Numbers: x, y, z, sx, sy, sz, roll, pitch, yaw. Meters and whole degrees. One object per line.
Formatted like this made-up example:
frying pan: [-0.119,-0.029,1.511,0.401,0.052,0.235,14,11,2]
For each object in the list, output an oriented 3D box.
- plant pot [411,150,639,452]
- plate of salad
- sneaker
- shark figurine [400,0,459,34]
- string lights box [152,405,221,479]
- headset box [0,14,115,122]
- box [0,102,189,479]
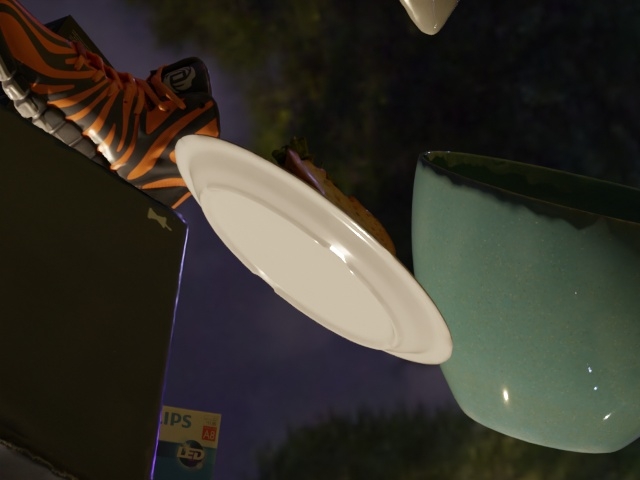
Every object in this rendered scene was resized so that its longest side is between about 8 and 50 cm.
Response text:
plant pot: [0.199,0.056,1.438,0.290,0.290,0.195,-6,-70,-64]
plate of salad: [0.000,0.000,1.042,0.048,0.200,0.200,-52,-46,-17]
sneaker: [-0.217,-0.169,1.915,0.321,0.180,0.124,53,-167,-36]
shark figurine: [-0.007,-0.252,1.068,0.278,0.166,0.116,29,-162,-8]
string lights box: [-0.207,0.324,2.130,0.133,0.077,0.259,11,-100,-25]
headset box: [-0.416,-0.119,2.248,0.131,0.246,0.283,52,-136,-29]
box: [-0.369,0.185,1.565,0.297,0.472,0.480,34,-157,-16]
